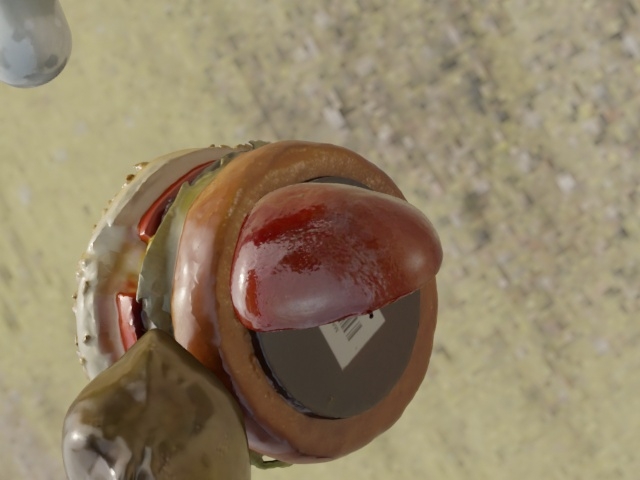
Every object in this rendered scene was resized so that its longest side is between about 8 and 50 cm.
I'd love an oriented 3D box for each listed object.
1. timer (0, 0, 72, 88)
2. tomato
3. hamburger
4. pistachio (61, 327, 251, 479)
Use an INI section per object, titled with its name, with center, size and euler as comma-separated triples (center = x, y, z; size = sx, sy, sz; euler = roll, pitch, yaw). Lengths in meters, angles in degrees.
[timer]
center = -0.217, -0.265, 1.561
size = 0.240, 0.233, 0.233
euler = 66, 158, 18
[tomato]
center = 0.006, -0.004, 1.574
size = 0.166, 0.174, 0.082
euler = -79, -27, -64
[hamburger]
center = -0.065, 0.061, 1.926
size = 0.250, 0.330, 0.330
euler = -2, 117, 43
[pistachio]
center = -0.139, 0.206, 1.716
size = 0.163, 0.212, 0.260
euler = 6, 139, 3
